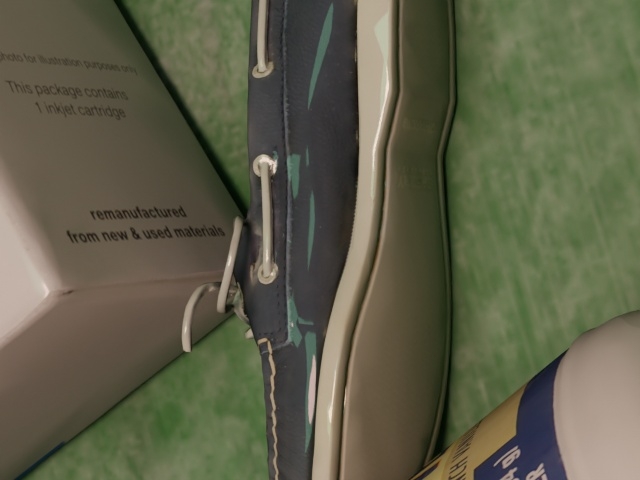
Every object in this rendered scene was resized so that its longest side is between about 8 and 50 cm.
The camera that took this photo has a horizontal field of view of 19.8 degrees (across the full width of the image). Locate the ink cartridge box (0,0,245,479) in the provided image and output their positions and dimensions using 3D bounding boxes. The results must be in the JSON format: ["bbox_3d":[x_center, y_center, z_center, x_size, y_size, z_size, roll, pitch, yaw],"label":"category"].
[{"bbox_3d":[-0.252,-0.066,0.811,0.285,0.166,0.395,-39,73,24],"label":"ink cartridge box"}]

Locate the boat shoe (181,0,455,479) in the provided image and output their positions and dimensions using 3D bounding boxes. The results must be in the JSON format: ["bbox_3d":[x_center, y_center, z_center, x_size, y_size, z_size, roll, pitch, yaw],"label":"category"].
[{"bbox_3d":[0.000,0.000,0.716,0.079,0.095,0.254,2,91,27],"label":"boat shoe"}]

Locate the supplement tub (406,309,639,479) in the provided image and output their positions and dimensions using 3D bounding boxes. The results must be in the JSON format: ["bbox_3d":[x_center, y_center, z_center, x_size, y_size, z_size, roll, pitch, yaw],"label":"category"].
[{"bbox_3d":[0.064,0.196,0.611,0.316,0.228,0.228,-42,72,23],"label":"supplement tub"}]
